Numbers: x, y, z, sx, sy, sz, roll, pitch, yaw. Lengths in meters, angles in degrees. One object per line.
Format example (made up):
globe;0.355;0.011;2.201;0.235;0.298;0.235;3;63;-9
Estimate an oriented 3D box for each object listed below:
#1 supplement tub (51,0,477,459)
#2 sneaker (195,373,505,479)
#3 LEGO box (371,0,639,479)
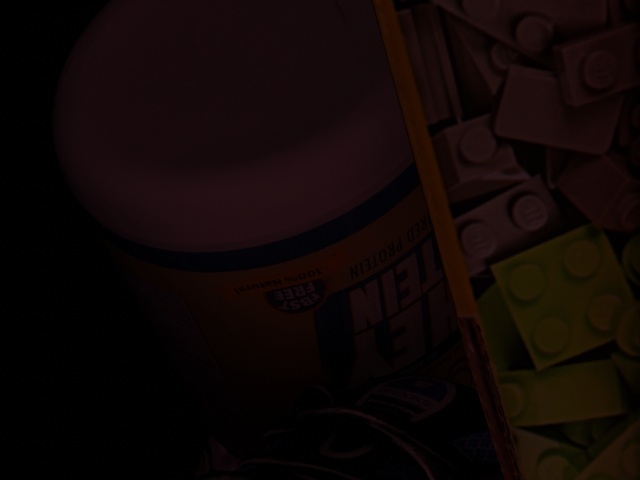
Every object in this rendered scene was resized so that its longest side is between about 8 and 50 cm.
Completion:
supplement tub;0.000;0.000;0.657;0.199;0.144;0.144;66;32;-45
sneaker;-0.015;0.099;0.556;0.330;0.130;0.147;25;88;-53
LEGO box;0.123;-0.127;0.524;0.500;0.193;0.372;-64;138;-76
